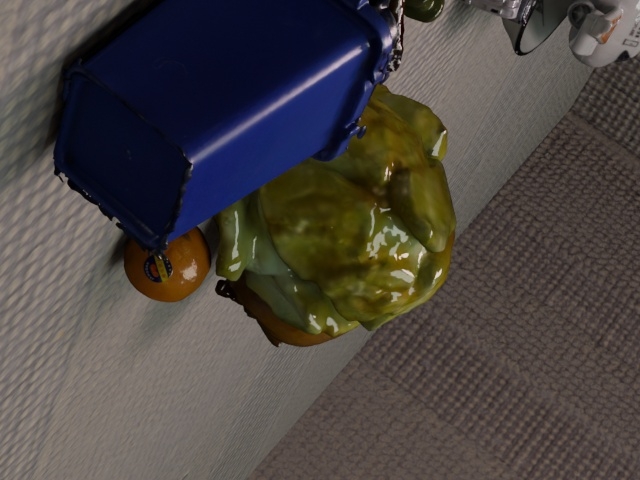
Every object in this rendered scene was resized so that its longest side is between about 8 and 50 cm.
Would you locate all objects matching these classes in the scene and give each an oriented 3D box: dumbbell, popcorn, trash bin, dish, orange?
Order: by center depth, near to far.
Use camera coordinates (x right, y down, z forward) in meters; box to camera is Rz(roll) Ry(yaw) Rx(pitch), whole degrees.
[{"bbox_3d":[-0.070,-0.116,1.245,0.234,0.162,0.184,-39,163,-38],"label":"trash bin"},{"bbox_3d":[-0.141,0.016,1.579,0.083,0.083,0.083,-52,170,-12],"label":"orange"},{"bbox_3d":[0.020,-0.042,1.640,0.276,0.225,0.276,-8,90,-76],"label":"popcorn"},{"bbox_3d":[0.104,-0.267,1.847,0.046,0.052,0.118,-65,171,3],"label":"dumbbell"},{"bbox_3d":[0.309,-0.398,2.233,0.316,0.106,0.316,-51,168,-16],"label":"dish"}]

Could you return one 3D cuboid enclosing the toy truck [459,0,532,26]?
[{"bbox_3d":[0.227,-0.348,1.961,0.253,0.114,0.124,-52,160,-54],"label":"toy truck"}]

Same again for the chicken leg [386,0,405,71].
[{"bbox_3d":[0.055,-0.257,1.312,0.322,0.083,0.177,97,-7,-75],"label":"chicken leg"}]

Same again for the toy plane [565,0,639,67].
[{"bbox_3d":[0.422,-0.330,2.320,0.244,0.117,0.244,-52,169,-14],"label":"toy plane"}]

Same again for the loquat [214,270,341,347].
[{"bbox_3d":[0.000,0.000,1.865,0.238,0.193,0.238,-49,178,-2],"label":"loquat"}]
